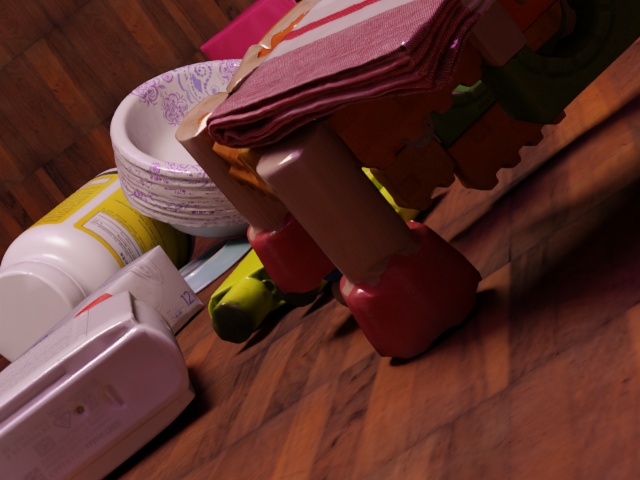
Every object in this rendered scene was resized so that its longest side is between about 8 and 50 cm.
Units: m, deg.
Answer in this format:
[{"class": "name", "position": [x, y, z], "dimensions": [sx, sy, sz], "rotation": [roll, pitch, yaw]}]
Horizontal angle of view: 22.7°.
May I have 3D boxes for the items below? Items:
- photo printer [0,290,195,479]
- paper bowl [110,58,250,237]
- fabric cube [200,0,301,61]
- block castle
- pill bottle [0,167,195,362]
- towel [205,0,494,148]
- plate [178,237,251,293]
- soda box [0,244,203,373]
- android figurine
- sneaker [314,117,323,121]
[{"class": "photo printer", "position": [-0.237, 0.156, 1.434], "dimensions": [0.256, 0.107, 0.307], "rotation": [-37, 7, -5]}, {"class": "paper bowl", "position": [-0.130, -0.112, 2.131], "dimensions": [0.284, 0.148, 0.284], "rotation": [-4, 35, 3]}, {"class": "fabric cube", "position": [0.017, -0.319, 2.581], "dimensions": [0.254, 0.259, 0.258], "rotation": [-44, 10, -37]}, {"class": "block castle", "position": [0.137, -0.128, 1.160], "dimensions": [0.453, 0.213, 0.303], "rotation": [-44, 21, -9]}, {"class": "pill bottle", "position": [-0.314, 0.040, 2.154], "dimensions": [0.188, 0.188, 0.334], "rotation": [-32, 8, 29]}, {"class": "towel", "position": [0.085, -0.186, 1.016], "dimensions": [0.329, 0.037, 0.237], "rotation": [-49, 20, -27]}, {"class": "plate", "position": [-0.163, 0.044, 2.084], "dimensions": [0.188, 0.024, 0.188], "rotation": [-36, 8, 6]}, {"class": "soda box", "position": [-0.253, 0.122, 1.761], "dimensions": [0.098, 0.091, 0.286], "rotation": [-29, 11, 40]}, {"class": "android figurine", "position": [0.000, 0.000, 1.516], "dimensions": [0.248, 0.056, 0.273], "rotation": [-32, 10, 32]}, {"class": "sneaker", "position": [0.002, -0.095, 1.758], "dimensions": [0.262, 0.121, 0.099], "rotation": [-33, 28, 32]}]
